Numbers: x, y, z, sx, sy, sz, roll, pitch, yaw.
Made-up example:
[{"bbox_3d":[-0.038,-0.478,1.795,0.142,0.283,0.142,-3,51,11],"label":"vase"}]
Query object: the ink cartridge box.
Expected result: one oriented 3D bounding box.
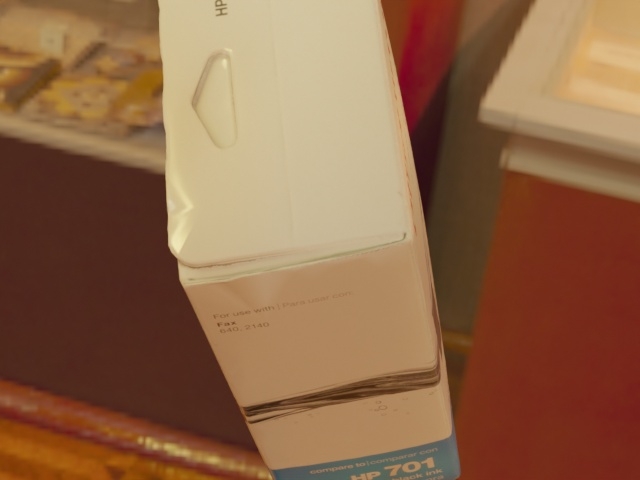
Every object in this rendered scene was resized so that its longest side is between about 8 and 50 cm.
[{"bbox_3d":[0.000,0.000,0.581,0.082,0.191,0.140,-9,57,4],"label":"ink cartridge box"}]
